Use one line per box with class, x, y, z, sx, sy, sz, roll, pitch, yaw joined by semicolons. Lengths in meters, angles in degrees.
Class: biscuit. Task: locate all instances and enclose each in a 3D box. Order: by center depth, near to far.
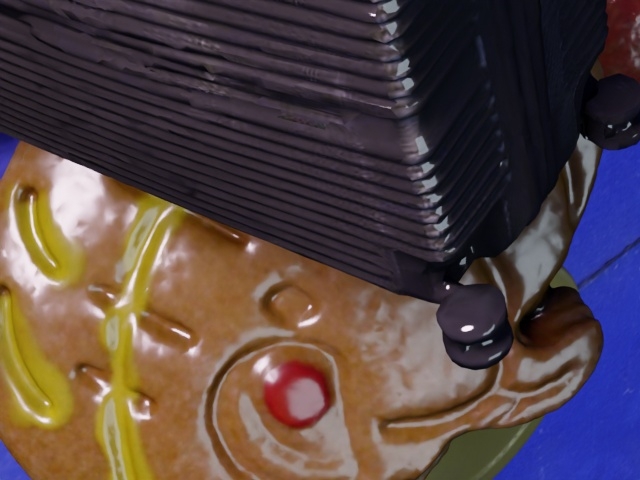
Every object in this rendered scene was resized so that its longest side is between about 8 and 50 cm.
biscuit;0.001;0.001;0.724;0.070;0.351;0.394;-128;-118;-82

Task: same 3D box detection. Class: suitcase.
suitcase;-0.055;-0.122;0.510;0.152;0.335;0.229;-52;146;-26

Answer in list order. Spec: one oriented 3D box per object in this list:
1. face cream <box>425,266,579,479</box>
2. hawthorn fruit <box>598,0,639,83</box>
face cream;0.046;0.064;0.909;0.218;0.179;0.218;-28;137;-29
hawthorn fruit;0.167;-0.146;0.889;0.197;0.196;0.225;-1;150;-47
